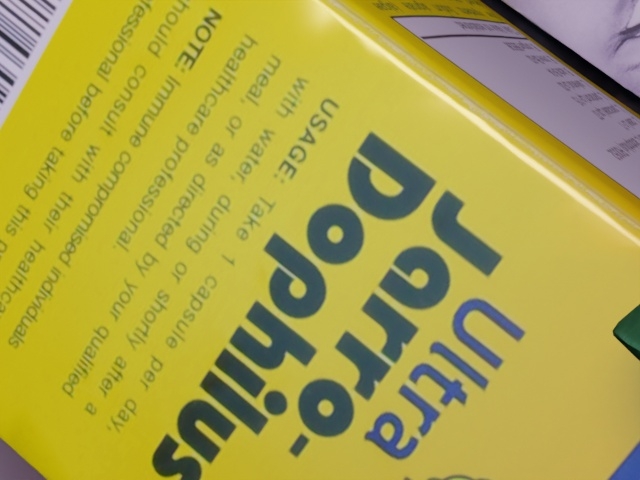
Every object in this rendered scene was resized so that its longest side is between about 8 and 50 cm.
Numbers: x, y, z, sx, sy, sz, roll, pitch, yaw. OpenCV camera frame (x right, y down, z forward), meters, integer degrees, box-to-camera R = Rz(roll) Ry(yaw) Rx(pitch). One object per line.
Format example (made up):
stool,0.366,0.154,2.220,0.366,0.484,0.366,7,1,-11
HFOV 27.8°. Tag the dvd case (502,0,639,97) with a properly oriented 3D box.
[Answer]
dvd case,0.120,-0.151,0.483,0.221,0.018,0.164,38,123,12

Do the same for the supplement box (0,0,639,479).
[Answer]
supplement box,0.000,0.000,0.482,0.356,0.194,0.195,39,110,12

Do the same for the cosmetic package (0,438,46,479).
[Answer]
cosmetic package,-0.327,0.046,0.668,0.453,0.230,0.161,21,84,22

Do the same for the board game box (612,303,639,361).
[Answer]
board game box,0.258,-0.011,0.309,0.317,0.046,0.213,-44,104,3
